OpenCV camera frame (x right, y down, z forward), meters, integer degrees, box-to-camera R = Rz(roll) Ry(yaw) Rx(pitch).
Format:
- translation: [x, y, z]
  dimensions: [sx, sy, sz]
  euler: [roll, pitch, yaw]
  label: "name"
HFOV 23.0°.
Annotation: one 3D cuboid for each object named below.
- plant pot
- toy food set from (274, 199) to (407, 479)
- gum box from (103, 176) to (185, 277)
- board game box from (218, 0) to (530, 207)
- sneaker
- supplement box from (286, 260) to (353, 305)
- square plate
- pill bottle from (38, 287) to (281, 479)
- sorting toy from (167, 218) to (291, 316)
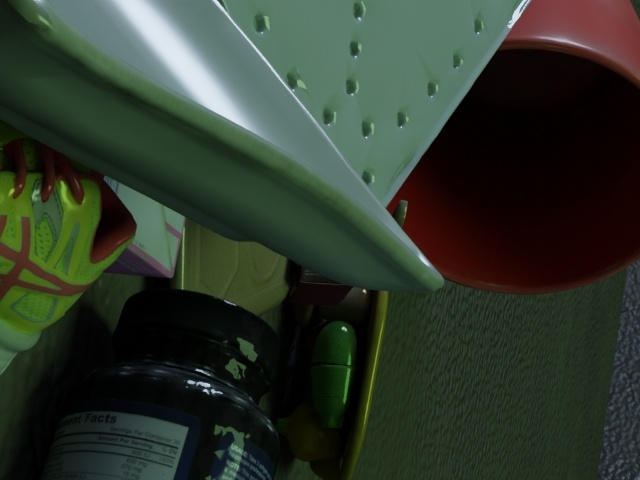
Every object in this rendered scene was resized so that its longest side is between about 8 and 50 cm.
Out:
- translation: [0.178, -0.127, 1.378]
  dimensions: [0.243, 0.275, 0.275]
  euler: [-79, 164, -50]
  label: "plant pot"
- translation: [0.006, 0.078, 1.210]
  dimensions: [0.128, 0.071, 0.218]
  euler: [123, -22, -79]
  label: "toy food set"
- translation: [-0.140, -0.041, 0.671]
  dimensions: [0.188, 0.107, 0.062]
  euler: [46, 51, -66]
  label: "gum box"
- translation: [0.015, -0.253, 0.952]
  dimensions: [0.390, 0.050, 0.390]
  euler: [-54, 133, -40]
  label: "board game box"
- translation: [-0.118, -0.023, 0.513]
  dimensions: [0.081, 0.094, 0.208]
  euler: [56, -2, 17]
  label: "sneaker"
- translation: [0.000, 0.000, 1.143]
  dimensions: [0.055, 0.043, 0.083]
  euler: [124, -32, -67]
  label: "supplement box"
- translation: [-0.116, -0.124, 0.519]
  dimensions: [0.049, 0.344, 0.347]
  euler: [-42, 160, 6]
  label: "square plate"
- translation: [-0.091, 0.142, 0.838]
  dimensions: [0.123, 0.123, 0.219]
  euler: [65, 35, -56]
  label: "pill bottle"
- translation: [-0.060, -0.038, 1.025]
  dimensions: [0.193, 0.038, 0.208]
  euler: [-23, 121, -69]
  label: "sorting toy"
